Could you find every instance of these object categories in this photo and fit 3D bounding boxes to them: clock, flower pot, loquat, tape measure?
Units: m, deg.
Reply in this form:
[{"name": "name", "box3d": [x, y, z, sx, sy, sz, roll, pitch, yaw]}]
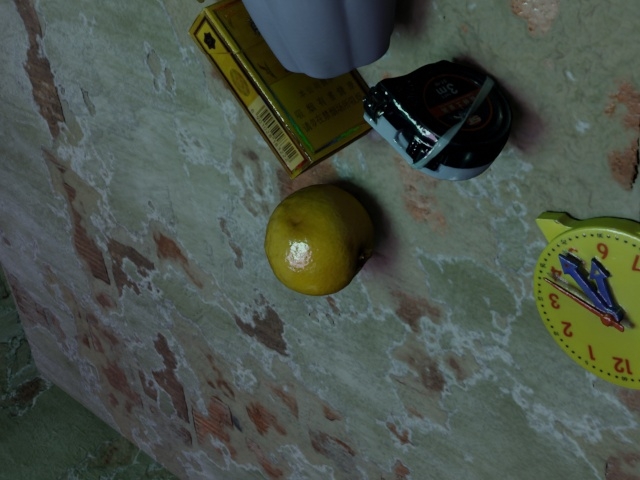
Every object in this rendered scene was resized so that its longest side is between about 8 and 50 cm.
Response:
[{"name": "clock", "box3d": [0.437, 0.098, 1.309, 0.277, 0.071, 0.293, -1, 117, 49]}, {"name": "flower pot", "box3d": [-0.002, -0.387, 1.301, 0.265, 0.265, 0.243, 25, 147, 35]}, {"name": "loquat", "box3d": [0.000, 0.000, 1.621, 0.208, 0.208, 0.208, 29, 137, 31]}, {"name": "tape measure", "box3d": [0.183, -0.174, 1.291, 0.181, 0.182, 0.107, 55, 149, 19]}]

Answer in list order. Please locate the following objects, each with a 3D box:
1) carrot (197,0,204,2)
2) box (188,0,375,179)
[{"name": "carrot", "box3d": [-0.236, -0.544, 1.565, 0.102, 0.102, 0.263, 27, 142, 34]}, {"name": "box", "box3d": [-0.052, -0.274, 1.468, 0.301, 0.193, 0.084, 55, 144, 0]}]
